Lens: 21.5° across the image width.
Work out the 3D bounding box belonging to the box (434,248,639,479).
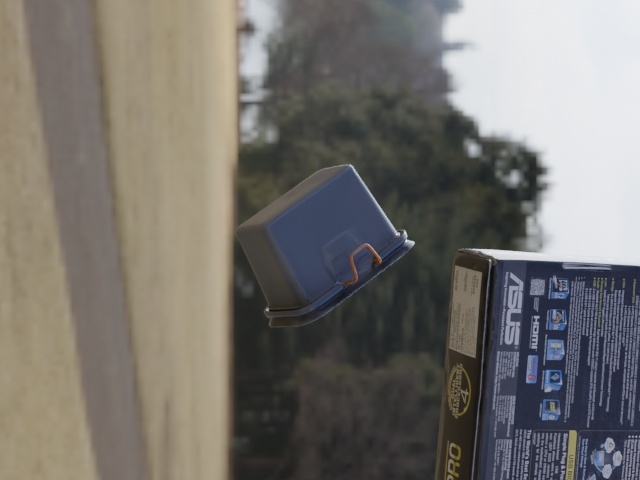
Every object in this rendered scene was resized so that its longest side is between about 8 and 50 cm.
[{"bbox_3d":[0.269,0.211,1.630,0.097,0.318,0.395,-165,-102,-70],"label":"box"}]

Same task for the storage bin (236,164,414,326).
[{"bbox_3d":[0.000,0.000,1.433,0.098,0.135,0.091,-6,-63,60],"label":"storage bin"}]
